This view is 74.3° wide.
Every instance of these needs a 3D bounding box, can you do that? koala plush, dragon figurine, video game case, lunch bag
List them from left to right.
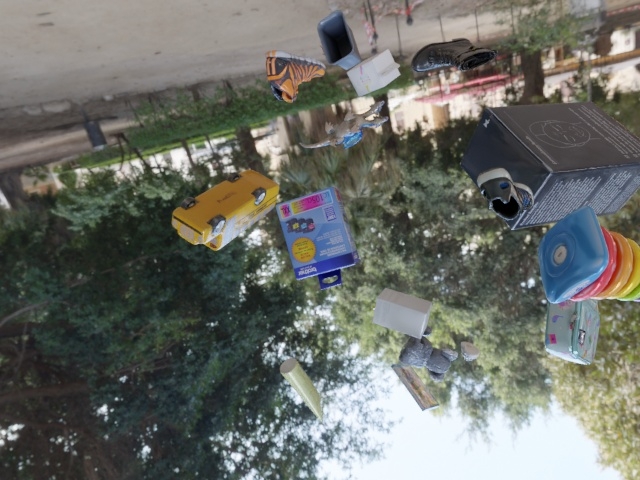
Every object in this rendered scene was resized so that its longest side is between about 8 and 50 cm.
[{"bbox_3d":[0.083,-0.352,1.365,0.289,0.085,0.144,-28,177,26],"label":"dragon figurine"},{"bbox_3d":[0.308,0.471,1.372,0.119,0.015,0.166,17,-151,-51],"label":"video game case"},{"bbox_3d":[0.480,0.516,1.886,0.221,0.196,0.203,31,-163,13],"label":"koala plush"},{"bbox_3d":[0.803,0.266,1.340,0.107,0.224,0.279,6,165,43],"label":"lunch bag"}]

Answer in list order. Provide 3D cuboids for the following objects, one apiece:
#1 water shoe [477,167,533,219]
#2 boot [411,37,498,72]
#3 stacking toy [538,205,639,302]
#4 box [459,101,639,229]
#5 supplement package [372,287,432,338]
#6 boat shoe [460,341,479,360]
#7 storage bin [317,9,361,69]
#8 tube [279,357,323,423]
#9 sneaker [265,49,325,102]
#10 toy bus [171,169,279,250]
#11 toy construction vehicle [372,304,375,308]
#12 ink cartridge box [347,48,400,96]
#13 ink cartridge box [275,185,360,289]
[{"bbox_3d":[0.363,-0.073,0.826,0.073,0.080,0.203,-21,154,40],"label":"water shoe"},{"bbox_3d":[0.484,-0.672,1.557,0.262,0.091,0.229,-19,-145,7],"label":"boot"},{"bbox_3d":[0.627,0.064,0.868,0.301,0.175,0.166,14,-127,-5],"label":"stacking toy"},{"bbox_3d":[0.670,-0.225,1.214,0.395,0.212,0.294,-8,-130,-17],"label":"box"},{"bbox_3d":[0.292,0.257,1.508,0.179,0.105,0.105,16,-160,22],"label":"supplement package"},{"bbox_3d":[0.670,0.510,1.911,0.066,0.063,0.184,2,-178,1],"label":"boat shoe"},{"bbox_3d":[0.055,-0.543,1.179,0.098,0.135,0.091,-21,168,27],"label":"storage bin"},{"bbox_3d":[-0.047,0.476,1.347,0.062,0.240,0.070,3,-137,48],"label":"tube"},{"bbox_3d":[-0.104,-0.657,1.736,0.124,0.180,0.321,12,-163,42],"label":"sneaker"},{"bbox_3d":[-0.246,-0.084,1.139,0.108,0.130,0.333,31,-140,12],"label":"toy bus"},{"bbox_3d":[0.265,0.285,1.698,0.098,0.086,0.035,-20,157,6],"label":"toy construction vehicle"},{"bbox_3d":[0.175,-0.538,1.354,0.092,0.090,0.143,-43,-156,-25],"label":"ink cartridge box"},{"bbox_3d":[0.000,0.000,1.799,0.270,0.396,0.151,-17,-179,15],"label":"ink cartridge box"}]
